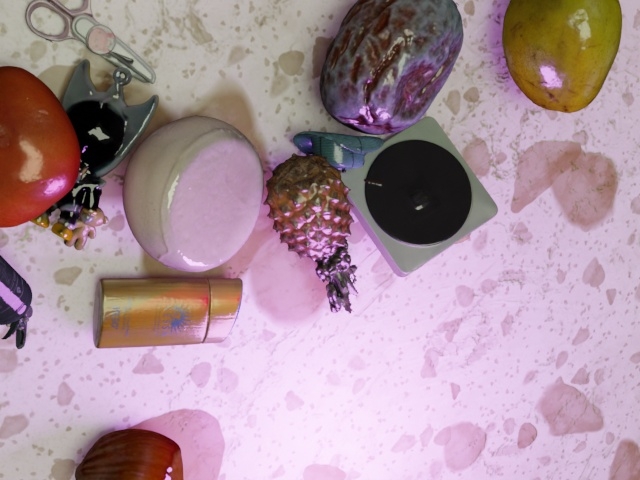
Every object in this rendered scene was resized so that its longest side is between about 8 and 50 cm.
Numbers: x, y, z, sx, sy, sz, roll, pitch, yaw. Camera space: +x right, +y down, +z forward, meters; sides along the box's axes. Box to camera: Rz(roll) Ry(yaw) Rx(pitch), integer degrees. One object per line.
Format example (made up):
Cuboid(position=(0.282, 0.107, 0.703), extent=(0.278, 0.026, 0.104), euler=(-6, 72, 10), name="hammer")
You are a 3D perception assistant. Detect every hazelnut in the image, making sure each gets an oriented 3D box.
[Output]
Cuboid(position=(-0.370, 0.478, 1.606), extent=(0.210, 0.210, 0.186), euler=(-39, 148, -12), name="hazelnut")

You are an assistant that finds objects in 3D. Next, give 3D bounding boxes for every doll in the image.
Cuboid(position=(-0.401, -0.154, 1.428), extent=(0.316, 0.145, 0.103), euler=(-63, 151, 0), name="doll")
Cuboid(position=(-0.430, -0.023, 1.491), extent=(0.061, 0.051, 0.093), euler=(26, 93, -37), name="doll")

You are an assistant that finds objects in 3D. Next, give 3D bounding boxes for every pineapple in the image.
Cuboid(position=(0.000, 0.000, 1.628), extent=(0.175, 0.175, 0.361), euler=(-29, 128, -17), name="pineapple")

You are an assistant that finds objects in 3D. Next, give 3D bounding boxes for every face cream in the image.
Cuboid(position=(-0.293, 0.139, 1.598), extent=(0.285, 0.067, 0.139), euler=(1, 107, -27), name="face cream")

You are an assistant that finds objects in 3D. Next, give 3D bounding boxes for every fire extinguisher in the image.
Cuboid(position=(-0.572, 0.069, 1.383), extent=(0.095, 0.114, 0.311), euler=(-3, 146, 14), name="fire extinguisher")

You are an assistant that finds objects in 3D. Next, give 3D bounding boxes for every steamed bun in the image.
Cuboid(position=(-0.241, -0.090, 1.481), extent=(0.283, 0.177, 0.283), euler=(-30, 128, -46), name="steamed bun")

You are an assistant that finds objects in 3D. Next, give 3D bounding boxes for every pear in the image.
Cuboid(position=(0.510, -0.428, 1.741), extent=(0.253, 0.253, 0.307), euler=(-17, 126, -22), name="pear")

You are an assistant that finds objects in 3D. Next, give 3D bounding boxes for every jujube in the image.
Cuboid(position=(0.128, -0.348, 1.585), extent=(0.308, 0.215, 0.246), euler=(-50, 150, -6), name="jujube")

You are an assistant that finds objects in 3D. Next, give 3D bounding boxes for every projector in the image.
Cuboid(position=(0.198, -0.092, 1.721), extent=(0.257, 0.079, 0.259), euler=(-32, 84, -14), name="projector")

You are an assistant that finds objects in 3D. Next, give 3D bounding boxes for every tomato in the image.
Cuboid(position=(-0.500, -0.146, 1.322), extent=(0.180, 0.260, 0.260), euler=(18, 97, -59), name="tomato")

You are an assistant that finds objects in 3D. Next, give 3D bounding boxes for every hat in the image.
Cuboid(position=(0.037, -0.173, 1.632), extent=(0.191, 0.138, 0.078), euler=(0, 89, -31), name="hat")

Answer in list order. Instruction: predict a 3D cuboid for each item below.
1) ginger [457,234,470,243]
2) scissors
Cuboid(position=(0.232, -0.044, 1.804), extent=(0.193, 0.115, 0.122), euler=(-7, 86, -17), name="ginger")
Cuboid(position=(-0.386, -0.353, 1.429), extent=(0.242, 0.030, 0.118), euler=(35, 87, -26), name="scissors")
